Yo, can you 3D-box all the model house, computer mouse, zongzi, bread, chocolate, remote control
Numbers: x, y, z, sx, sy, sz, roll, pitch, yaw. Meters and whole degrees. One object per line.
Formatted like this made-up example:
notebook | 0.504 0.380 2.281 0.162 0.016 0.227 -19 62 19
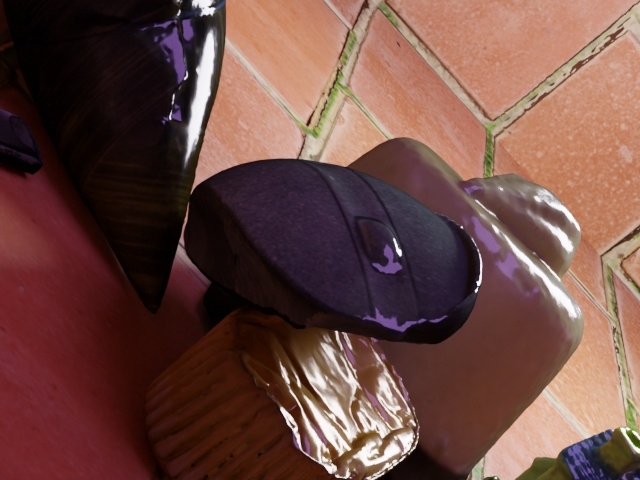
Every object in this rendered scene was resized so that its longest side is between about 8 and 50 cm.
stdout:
model house | 0.271 0.293 1.816 0.195 0.189 0.214 28 28 -57
computer mouse | -0.001 -0.003 1.435 0.203 0.114 0.374 10 6 -23
zongzi | -0.176 -0.139 1.723 0.403 0.208 0.432 90 -9 -87
bread | -0.035 0.141 1.436 0.179 0.133 0.250 52 22 7
chocolate | 0.097 0.053 1.708 0.314 0.297 0.326 44 18 -4
remote control | -0.304 -0.107 1.461 0.212 0.028 0.059 26 28 -54
